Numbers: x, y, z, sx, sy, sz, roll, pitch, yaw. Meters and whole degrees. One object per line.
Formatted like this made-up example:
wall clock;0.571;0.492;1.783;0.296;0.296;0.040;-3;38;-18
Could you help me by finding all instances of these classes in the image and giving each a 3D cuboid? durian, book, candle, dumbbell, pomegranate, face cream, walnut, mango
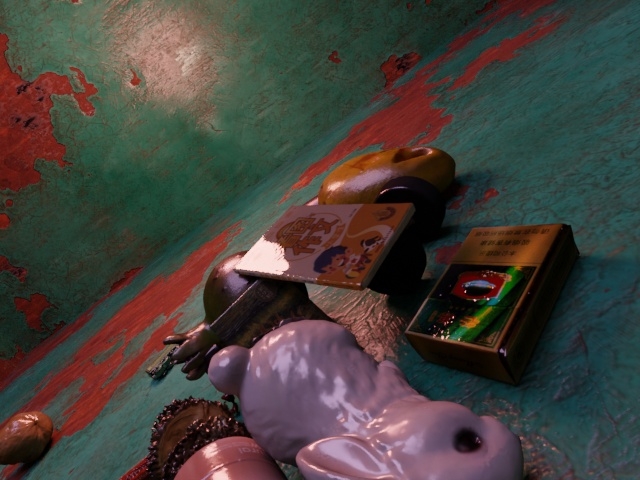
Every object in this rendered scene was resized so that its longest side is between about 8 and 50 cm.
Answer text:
durian;-0.196;0.347;0.618;0.196;0.167;0.196;-46;22;25
book;-0.061;0.173;0.713;0.160;0.228;0.024;-44;-16;-16
candle;-0.297;0.416;0.783;0.329;0.048;0.051;-39;8;-1
book;0.000;0.000;0.737;0.296;0.020;0.208;3;42;39
dumbbell;0.155;-0.014;0.812;0.153;0.152;0.218;-17;29;43
pomegranate;-0.156;0.158;0.837;0.242;0.242;0.306;-17;26;42
face cream;-0.106;0.338;0.496;0.149;0.149;0.104;-44;21;-17
walnut;-0.900;0.602;1.227;0.166;0.149;0.166;-43;-12;-12
mango;0.164;-0.131;1.037;0.365;0.182;0.253;-14;26;24

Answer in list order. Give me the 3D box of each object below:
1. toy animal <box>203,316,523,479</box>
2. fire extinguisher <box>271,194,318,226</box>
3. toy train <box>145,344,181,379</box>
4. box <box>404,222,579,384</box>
toy animal;0.033;0.215;0.477;0.258;0.193;0.357;0;6;-32
fire extinguisher;0.013;-0.096;1.301;0.344;0.102;0.138;-32;-13;13
toy train;-0.442;0.340;1.182;0.071;0.038;0.148;-11;33;49
box;0.251;0.077;0.587;0.159;0.071;0.240;-1;42;53
